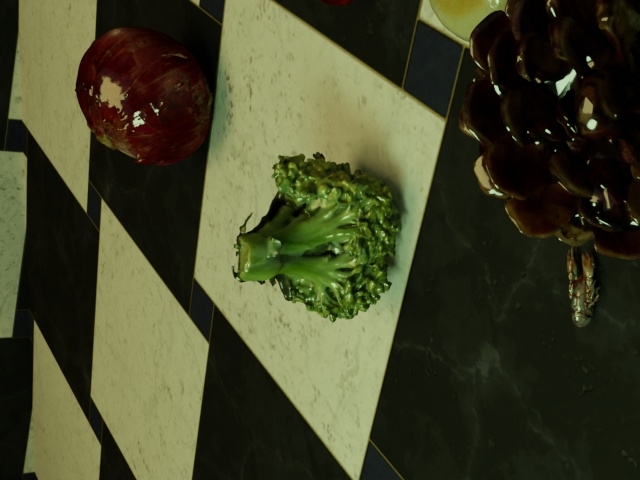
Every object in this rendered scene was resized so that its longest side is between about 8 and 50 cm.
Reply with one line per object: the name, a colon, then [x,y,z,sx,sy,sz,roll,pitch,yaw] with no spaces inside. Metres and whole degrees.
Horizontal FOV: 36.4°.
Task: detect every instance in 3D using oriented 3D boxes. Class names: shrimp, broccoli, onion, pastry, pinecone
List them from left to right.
onion: [-0.329,-0.274,1.853,0.276,0.276,0.276,22,117,55]
broccoli: [0.017,-0.002,1.368,0.180,0.273,0.243,2,103,25]
pastry: [0.192,-0.300,1.116,0.156,0.092,0.156,34,133,47]
shrimp: [0.297,0.050,1.092,0.038,0.029,0.092,-17,79,60]
pinecone: [0.268,-0.133,0.882,0.296,0.242,0.298,-22,74,61]

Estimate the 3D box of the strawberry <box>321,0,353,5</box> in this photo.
strawberry: [0.026,-0.384,1.373,0.106,0.106,0.106,22,117,55]
